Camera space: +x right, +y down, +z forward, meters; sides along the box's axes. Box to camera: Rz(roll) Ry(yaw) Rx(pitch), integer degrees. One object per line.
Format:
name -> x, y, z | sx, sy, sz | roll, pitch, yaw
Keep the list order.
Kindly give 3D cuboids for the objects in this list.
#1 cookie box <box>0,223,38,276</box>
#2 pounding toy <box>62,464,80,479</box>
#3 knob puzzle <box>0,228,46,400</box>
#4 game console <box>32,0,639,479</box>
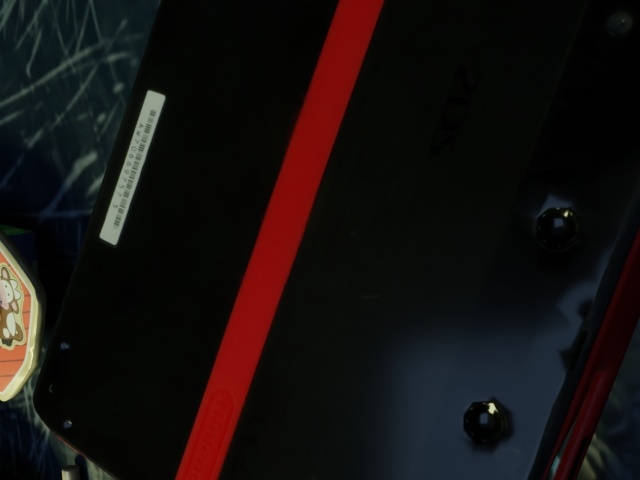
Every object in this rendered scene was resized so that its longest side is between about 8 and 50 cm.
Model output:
cookie box -> -0.325, 0.029, 0.662 | 0.107, 0.040, 0.092 | 9, 106, 29
pounding toy -> -0.339, 0.329, 0.722 | 0.236, 0.110, 0.183 | -9, 85, 4
knob puzzle -> -0.323, 0.060, 0.624 | 0.213, 0.030, 0.213 | 9, 106, 31
game console -> 0.000, 0.000, 0.393 | 0.341, 0.060, 0.387 | 22, 94, 31
